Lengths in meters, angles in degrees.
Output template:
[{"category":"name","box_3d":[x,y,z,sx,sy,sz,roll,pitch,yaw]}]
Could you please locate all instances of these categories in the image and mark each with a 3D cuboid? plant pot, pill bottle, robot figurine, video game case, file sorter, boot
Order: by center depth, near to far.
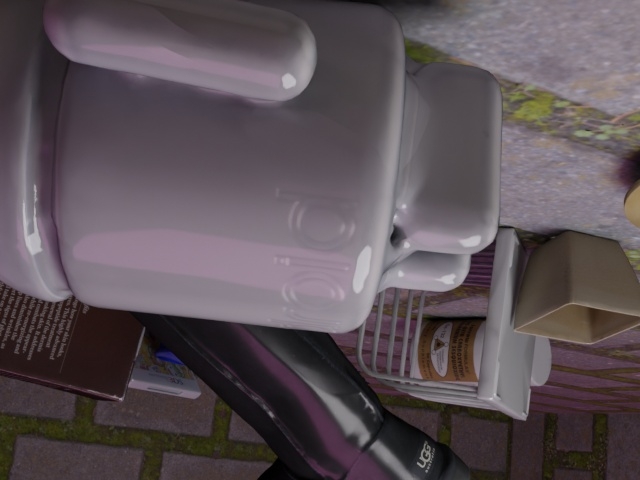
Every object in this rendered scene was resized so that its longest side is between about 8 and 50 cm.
[{"category":"robot figurine","box_3d":[-0.073,-0.053,0.505,0.353,0.200,0.300,6,156,0]},{"category":"plant pot","box_3d":[0.289,0.051,0.933,0.109,0.096,0.109,10,155,-19]},{"category":"boot","box_3d":[-0.096,0.175,0.970,0.445,0.146,0.367,44,135,-17]},{"category":"file sorter","box_3d":[0.171,0.110,1.054,0.173,0.193,0.277,4,166,22]},{"category":"pill bottle","box_3d":[0.287,0.207,1.485,0.229,0.131,0.131,-6,161,38]},{"category":"video game case","box_3d":[-0.336,0.194,1.588,0.026,0.227,0.206,-39,149,13]}]

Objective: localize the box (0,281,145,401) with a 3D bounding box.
[{"category":"box","box_3d":[-0.455,0.098,1.206,0.381,0.191,0.143,20,161,-21]}]

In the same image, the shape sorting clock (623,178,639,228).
[{"category":"shape sorting clock","box_3d":[0.362,-0.038,0.689,0.206,0.040,0.206,7,162,2]}]

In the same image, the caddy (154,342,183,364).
[{"category":"caddy","box_3d":[-0.152,0.204,1.574,0.241,0.179,0.341,-6,161,38]}]
